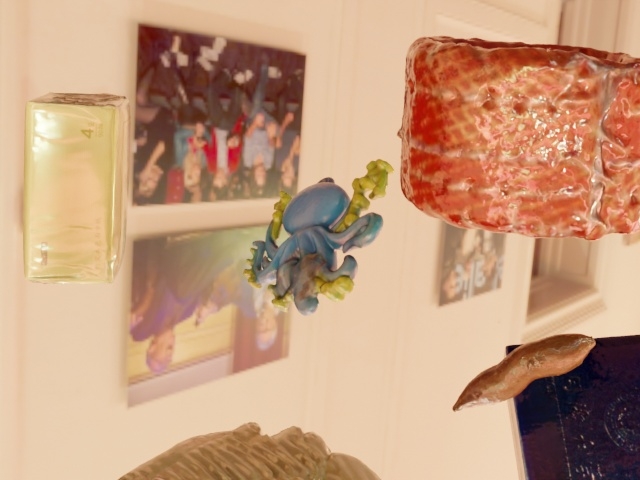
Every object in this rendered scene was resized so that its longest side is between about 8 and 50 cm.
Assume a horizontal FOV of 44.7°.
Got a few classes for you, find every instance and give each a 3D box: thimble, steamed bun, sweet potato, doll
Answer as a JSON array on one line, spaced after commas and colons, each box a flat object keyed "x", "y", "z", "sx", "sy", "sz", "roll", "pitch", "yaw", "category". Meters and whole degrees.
[{"x": 0.264, "y": -0.143, "z": 1.018, "sx": 0.350, "sy": 0.230, "sz": 0.350, "roll": 3, "pitch": -162, "yaw": -1, "category": "thimble"}, {"x": -0.083, "y": 0.408, "z": 0.987, "sx": 0.352, "sy": 0.247, "sz": 0.339, "roll": -14, "pitch": -157, "yaw": -42, "category": "steamed bun"}, {"x": 0.275, "y": 0.181, "z": 1.076, "sx": 0.218, "sy": 0.065, "sz": 0.051, "roll": -28, "pitch": -155, "yaw": 14, "category": "sweet potato"}, {"x": 0.000, "y": 0.000, "z": 1.453, "sx": 0.346, "sy": 0.341, "sz": 0.099, "roll": -25, "pitch": 132, "yaw": 36, "category": "doll"}]

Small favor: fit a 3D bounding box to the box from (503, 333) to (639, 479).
[{"x": 0.435, "y": 0.284, "z": 1.179, "sx": 0.279, "sy": 0.261, "sz": 0.116, "roll": -7, "pitch": 152, "yaw": 7, "category": "box"}]

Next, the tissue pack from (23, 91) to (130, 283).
[{"x": -0.319, "y": -0.072, "z": 1.024, "sx": 0.125, "sy": 0.234, "sz": 0.159, "roll": 3, "pitch": -165, "yaw": -9, "category": "tissue pack"}]
